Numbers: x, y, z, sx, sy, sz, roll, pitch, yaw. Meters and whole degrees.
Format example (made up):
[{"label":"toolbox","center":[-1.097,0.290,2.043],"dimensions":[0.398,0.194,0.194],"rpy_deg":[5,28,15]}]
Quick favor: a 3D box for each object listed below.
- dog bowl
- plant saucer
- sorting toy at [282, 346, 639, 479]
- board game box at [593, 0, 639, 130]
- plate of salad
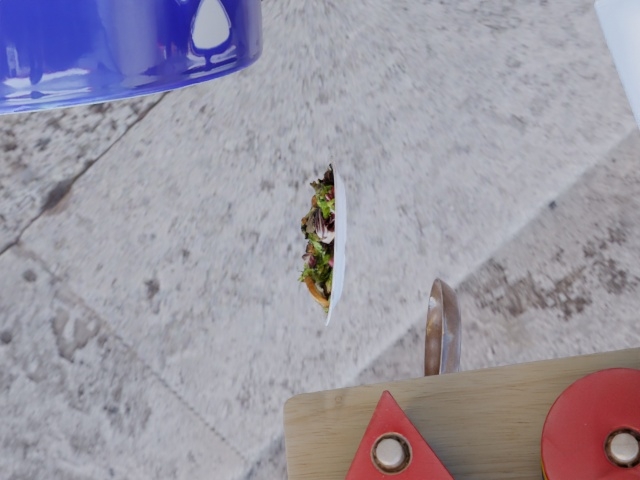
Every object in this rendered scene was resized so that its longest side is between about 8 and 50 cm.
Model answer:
[{"label":"dog bowl","center":[-0.167,-0.150,0.731],"dimensions":[0.265,0.265,0.104],"rpy_deg":[-5,107,1]},{"label":"plant saucer","center":[0.154,0.131,1.530],"dimensions":[0.029,0.168,0.168],"rpy_deg":[4,103,-2]},{"label":"sorting toy","center":[0.108,0.185,0.660],"dimensions":[0.257,0.089,0.255],"rpy_deg":[-9,68,9]},{"label":"board game box","center":[0.248,-0.006,0.533],"dimensions":[0.066,0.318,0.318],"rpy_deg":[-15,104,36]},{"label":"plate of salad","center":[0.000,0.000,1.427],"dimensions":[0.048,0.200,0.200],"rpy_deg":[2,103,-4]}]
